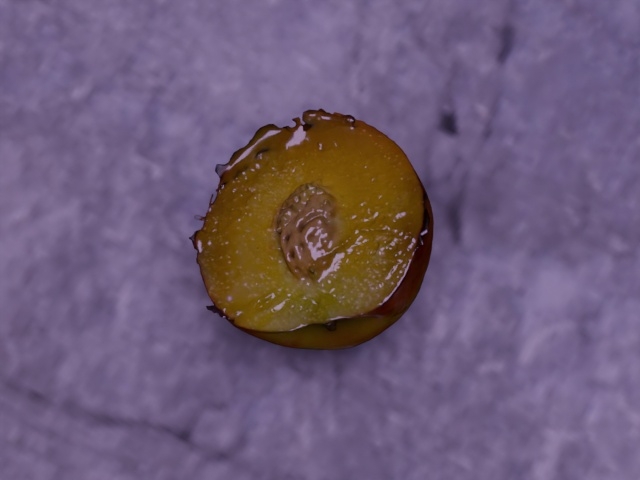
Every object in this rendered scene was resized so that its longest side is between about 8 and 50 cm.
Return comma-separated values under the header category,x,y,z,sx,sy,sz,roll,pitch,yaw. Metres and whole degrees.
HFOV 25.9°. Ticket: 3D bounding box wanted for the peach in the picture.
category,x,y,z,sx,sy,sz,roll,pitch,yaw
peach,0.000,0.001,0.550,0.098,0.061,0.098,-6,63,12
